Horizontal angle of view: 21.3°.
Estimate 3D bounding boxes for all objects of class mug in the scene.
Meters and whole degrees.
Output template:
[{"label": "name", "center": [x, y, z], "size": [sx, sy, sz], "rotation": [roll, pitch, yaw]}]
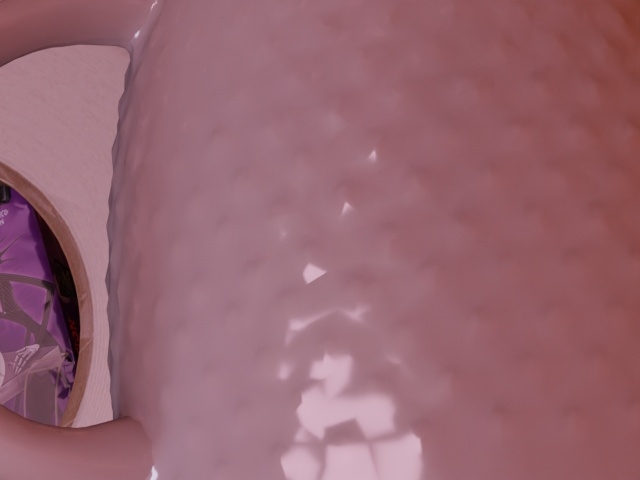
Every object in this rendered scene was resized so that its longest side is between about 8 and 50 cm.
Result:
[{"label": "mug", "center": [0.000, 0.000, 0.706], "size": [0.276, 0.374, 0.328], "rotation": [138, 128, -63]}]

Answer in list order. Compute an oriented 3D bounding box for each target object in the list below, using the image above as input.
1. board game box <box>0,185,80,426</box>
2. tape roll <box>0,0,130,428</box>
[{"label": "board game box", "center": [-0.298, 0.086, 1.004], "size": [0.346, 0.056, 0.208], "rotation": [-22, 70, 13]}, {"label": "tape roll", "center": [-0.201, 0.057, 0.916], "size": [0.392, 0.072, 0.392], "rotation": [-3, 79, 18]}]
